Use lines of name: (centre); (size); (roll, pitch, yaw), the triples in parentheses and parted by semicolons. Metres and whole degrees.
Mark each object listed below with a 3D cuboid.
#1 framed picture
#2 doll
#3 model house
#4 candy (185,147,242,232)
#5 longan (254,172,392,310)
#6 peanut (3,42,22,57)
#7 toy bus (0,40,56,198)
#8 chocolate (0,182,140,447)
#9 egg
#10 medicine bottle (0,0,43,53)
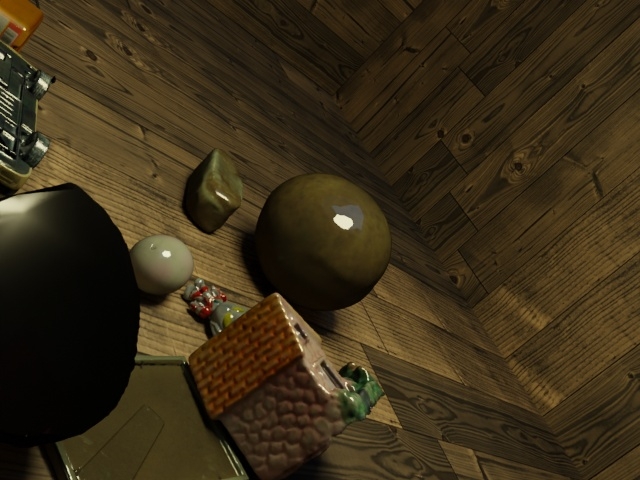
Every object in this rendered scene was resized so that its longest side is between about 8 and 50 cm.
framed picture: (-0.245, 0.252, 0.998); (0.315, 0.024, 0.232); (17, 34, -58)
doll: (-0.172, 0.141, 1.321); (0.180, 0.079, 0.094); (42, 46, 9)
model house: (-0.051, 0.214, 1.179); (0.237, 0.202, 0.237); (53, 16, 6)
candy: (-0.237, -0.116, 1.651); (0.102, 0.104, 0.234); (38, 20, -20)
longan: (0.000, 0.000, 1.631); (0.319, 0.319, 0.319); (40, 19, -17)
peanut: (-0.596, -0.305, 1.250); (0.253, 0.122, 0.137); (37, 11, -13)
toy bus: (-0.507, -0.171, 1.033); (0.177, 0.202, 0.365); (41, 15, -36)
chocolate: (-0.349, 0.087, 0.793); (0.283, 0.186, 0.284); (-5, 90, -68)
egg: (-0.271, 0.041, 1.249); (0.103, 0.103, 0.135); (51, 16, 13)
medicine bottle: (-0.665, -0.454, 1.412); (0.222, 0.112, 0.149); (38, 20, -24)
